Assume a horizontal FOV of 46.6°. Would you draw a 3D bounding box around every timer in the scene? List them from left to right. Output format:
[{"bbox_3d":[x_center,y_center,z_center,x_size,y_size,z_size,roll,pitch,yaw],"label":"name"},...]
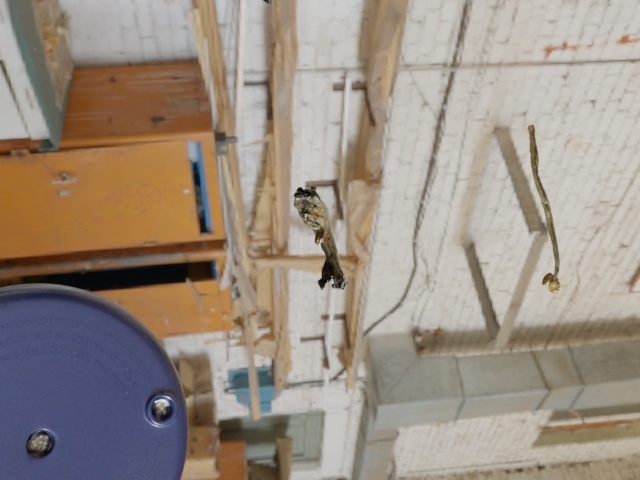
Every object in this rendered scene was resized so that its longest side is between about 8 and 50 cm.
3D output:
[{"bbox_3d":[-0.324,0.193,0.778,0.383,0.270,0.270,-15,-102,60],"label":"timer"}]

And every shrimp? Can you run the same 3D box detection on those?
[{"bbox_3d":[0.000,0.000,1.104,0.219,0.046,0.152,64,12,-70],"label":"shrimp"}]

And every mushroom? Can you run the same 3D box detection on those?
[{"bbox_3d":[0.339,-0.054,1.131,0.028,0.026,0.286,33,51,-47],"label":"mushroom"}]

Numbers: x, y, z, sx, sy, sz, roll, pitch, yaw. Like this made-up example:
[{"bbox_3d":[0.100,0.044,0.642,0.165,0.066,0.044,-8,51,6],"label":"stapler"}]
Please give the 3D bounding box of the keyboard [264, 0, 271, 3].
[{"bbox_3d":[-0.073,-0.223,0.430,0.067,0.011,0.202,49,-5,26],"label":"keyboard"}]
